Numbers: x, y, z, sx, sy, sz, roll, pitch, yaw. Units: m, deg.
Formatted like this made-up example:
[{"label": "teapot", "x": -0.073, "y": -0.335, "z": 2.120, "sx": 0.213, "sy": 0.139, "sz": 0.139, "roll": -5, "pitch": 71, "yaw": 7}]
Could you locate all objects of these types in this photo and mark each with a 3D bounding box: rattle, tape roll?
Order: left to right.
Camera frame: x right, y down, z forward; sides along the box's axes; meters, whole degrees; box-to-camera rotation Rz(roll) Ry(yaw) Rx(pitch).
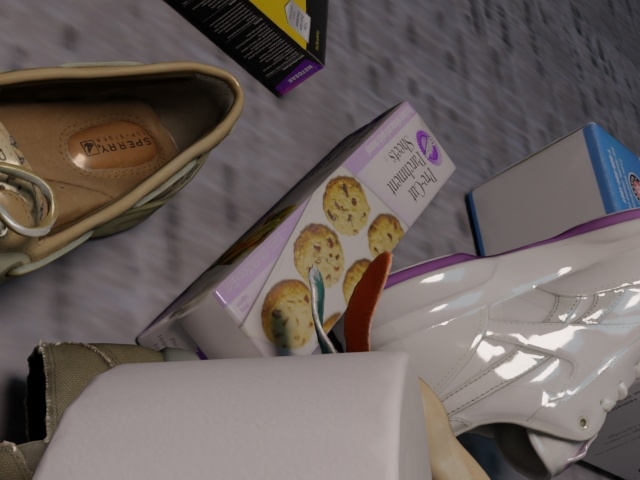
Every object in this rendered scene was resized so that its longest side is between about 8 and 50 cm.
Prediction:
[{"label": "tape roll", "x": -0.012, "y": 0.177, "z": 0.400, "sx": 0.286, "sy": 0.100, "sz": 0.286, "roll": -3, "pitch": 90, "yaw": -83}, {"label": "rattle", "x": 0.005, "y": 0.123, "z": 0.612, "sx": 0.142, "sy": 0.130, "sz": 0.200, "roll": -30, "pitch": 127, "yaw": -22}]

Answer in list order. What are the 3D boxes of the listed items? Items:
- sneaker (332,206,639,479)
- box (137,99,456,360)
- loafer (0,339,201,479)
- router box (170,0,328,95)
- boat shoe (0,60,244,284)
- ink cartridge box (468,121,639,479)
[{"label": "sneaker", "x": 0.163, "y": 0.067, "z": 0.828, "sx": 0.305, "sy": 0.114, "sz": 0.152, "roll": -14, "pitch": 80, "yaw": -14}, {"label": "box", "x": 0.000, "y": 0.000, "z": 0.785, "sx": 0.067, "sy": 0.063, "sz": 0.324, "roll": 55, "pitch": 31, "yaw": -7}, {"label": "loafer", "x": -0.110, "y": 0.132, "z": 0.505, "sx": 0.087, "sy": 0.094, "sz": 0.251, "roll": 20, "pitch": 35, "yaw": -9}, {"label": "router box", "x": -0.052, "y": -0.206, "z": 0.906, "sx": 0.133, "sy": 0.046, "sz": 0.179, "roll": 38, "pitch": 36, "yaw": -31}, {"label": "boat shoe", "x": -0.140, "y": -0.039, "z": 0.589, "sx": 0.105, "sy": 0.089, "sz": 0.285, "roll": 59, "pitch": 31, "yaw": -1}, {"label": "ink cartridge box", "x": 0.276, "y": 0.076, "z": 1.053, "sx": 0.307, "sy": 0.129, "sz": 0.223, "roll": 28, "pitch": 42, "yaw": -41}]
